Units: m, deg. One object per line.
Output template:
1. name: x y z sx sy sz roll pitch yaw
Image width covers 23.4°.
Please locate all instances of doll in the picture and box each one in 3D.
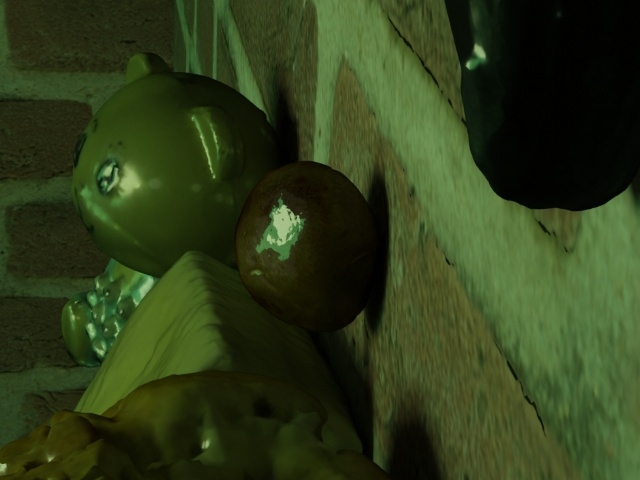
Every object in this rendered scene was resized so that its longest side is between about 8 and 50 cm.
1. doll: -0.109 -0.002 1.185 0.177 0.161 0.260 42 137 52

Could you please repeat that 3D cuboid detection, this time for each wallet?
1. wallet: 0.046 -0.230 0.448 0.228 0.062 0.406 100 167 -50

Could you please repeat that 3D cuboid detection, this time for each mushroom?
1. mushroom: -0.009 0.006 0.817 0.088 0.073 0.129 56 174 0

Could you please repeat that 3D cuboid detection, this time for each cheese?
1. cheese: -0.092 0.151 0.932 0.242 0.124 0.265 -56 15 5

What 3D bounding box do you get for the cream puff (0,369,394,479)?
1. cream puff: -0.086 0.208 0.628 0.327 0.231 0.343 131 142 -55
